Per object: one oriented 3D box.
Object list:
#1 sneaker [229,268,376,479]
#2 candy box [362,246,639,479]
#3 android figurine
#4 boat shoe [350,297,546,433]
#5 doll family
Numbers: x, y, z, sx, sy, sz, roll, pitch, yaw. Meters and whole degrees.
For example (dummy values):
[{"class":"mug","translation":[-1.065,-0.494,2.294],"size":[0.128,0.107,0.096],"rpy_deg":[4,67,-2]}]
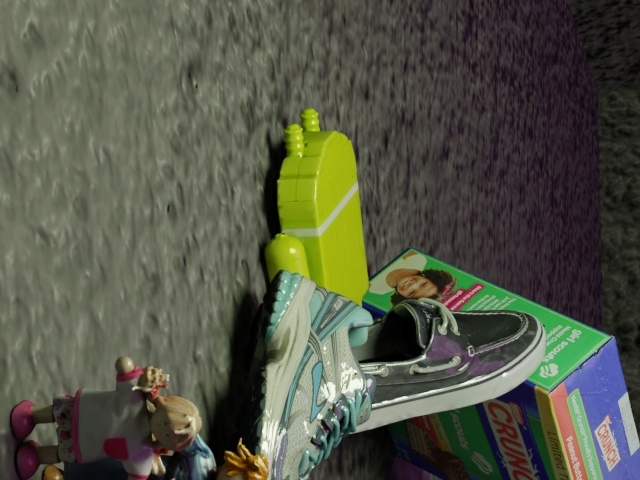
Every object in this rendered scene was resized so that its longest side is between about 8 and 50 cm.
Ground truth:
[{"class":"sneaker","translation":[-0.008,0.151,1.702],"size":[0.110,0.122,0.283],"rpy_deg":[116,-13,-51]},{"class":"candy box","translation":[0.203,0.182,2.118],"size":[0.122,0.317,0.268],"rpy_deg":[-40,131,-27]},{"class":"android figurine","translation":[0.000,0.000,1.951],"size":[0.248,0.056,0.272],"rpy_deg":[-54,139,-64]},{"class":"boat shoe","translation":[0.102,0.109,1.900],"size":[0.108,0.301,0.102],"rpy_deg":[-132,-145,-51]},{"class":"doll family","translation":[-0.114,0.208,1.323],"size":[0.118,0.163,0.263],"rpy_deg":[-10,94,-73]}]
